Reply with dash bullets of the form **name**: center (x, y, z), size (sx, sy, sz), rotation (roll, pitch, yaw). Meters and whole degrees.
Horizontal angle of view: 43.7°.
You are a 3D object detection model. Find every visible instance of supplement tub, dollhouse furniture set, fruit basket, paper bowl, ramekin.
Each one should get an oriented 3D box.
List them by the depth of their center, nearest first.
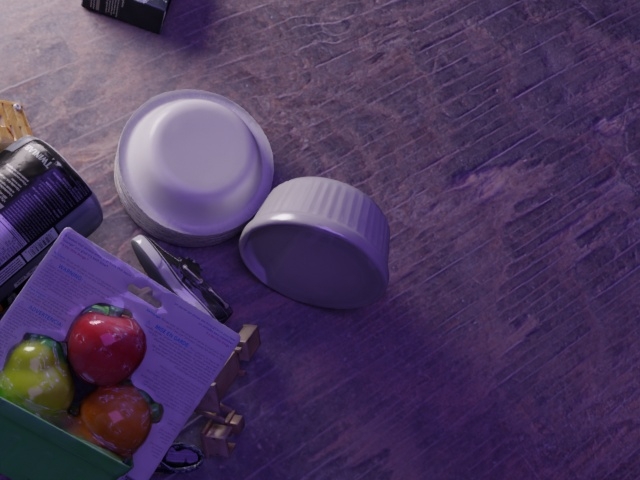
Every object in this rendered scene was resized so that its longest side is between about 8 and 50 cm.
- **fruit basket**: center (-0.351, 0.210, 1.224), size (0.327, 0.165, 0.353), rotation (34, 80, -18)
- **supplement tub**: center (-0.520, -0.001, 1.258), size (0.193, 0.193, 0.316), rotation (45, 66, -1)
- **dollhouse furniture set**: center (-0.181, 0.259, 1.403), size (0.101, 0.160, 0.182), rotation (4, 28, 19)
- **ramekin**: center (0.000, 0.000, 1.423), size (0.273, 0.273, 0.127), rotation (24, 58, -10)
- **paper bowl**: center (-0.224, -0.140, 1.446), size (0.284, 0.148, 0.284), rotation (5, 72, -17)

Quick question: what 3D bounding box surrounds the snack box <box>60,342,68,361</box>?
- **snack box**: center (-0.383, 0.188, 1.323), size (0.141, 0.100, 0.037), rotation (13, 71, -14)

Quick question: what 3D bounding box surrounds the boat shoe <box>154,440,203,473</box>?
- **boat shoe**: center (-0.285, 0.351, 1.317), size (0.183, 0.083, 0.065), rotation (7, 73, -16)

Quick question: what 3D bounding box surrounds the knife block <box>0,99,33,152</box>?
- **knife block**: center (-0.664, -0.158, 1.352), size (0.276, 0.242, 0.088), rotation (-4, 72, -66)

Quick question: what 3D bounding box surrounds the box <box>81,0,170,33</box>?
- **box**: center (-0.359, -0.509, 1.537), size (0.158, 0.093, 0.155), rotation (17, 70, -14)

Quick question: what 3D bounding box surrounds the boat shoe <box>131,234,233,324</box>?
- **boat shoe**: center (-0.246, 0.068, 1.420), size (0.070, 0.078, 0.219), rotation (-43, 97, -26)
